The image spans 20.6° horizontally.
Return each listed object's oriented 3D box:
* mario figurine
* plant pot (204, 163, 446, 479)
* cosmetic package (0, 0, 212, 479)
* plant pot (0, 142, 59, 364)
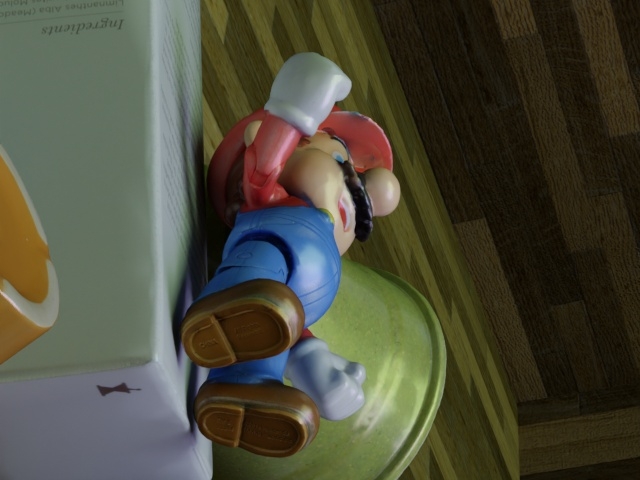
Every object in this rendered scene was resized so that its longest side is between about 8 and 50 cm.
[{"bbox_3d":[0.000,0.000,1.252,0.170,0.198,0.320,28,35,-11],"label":"mario figurine"},{"bbox_3d":[-0.072,0.076,1.501,0.254,0.276,0.276,47,33,-43],"label":"plant pot"},{"bbox_3d":[-0.175,-0.067,1.267,0.230,0.161,0.453,78,7,-62],"label":"cosmetic package"},{"bbox_3d":[-0.241,0.021,0.878,0.205,0.188,0.205,-23,90,-84],"label":"plant pot"}]
